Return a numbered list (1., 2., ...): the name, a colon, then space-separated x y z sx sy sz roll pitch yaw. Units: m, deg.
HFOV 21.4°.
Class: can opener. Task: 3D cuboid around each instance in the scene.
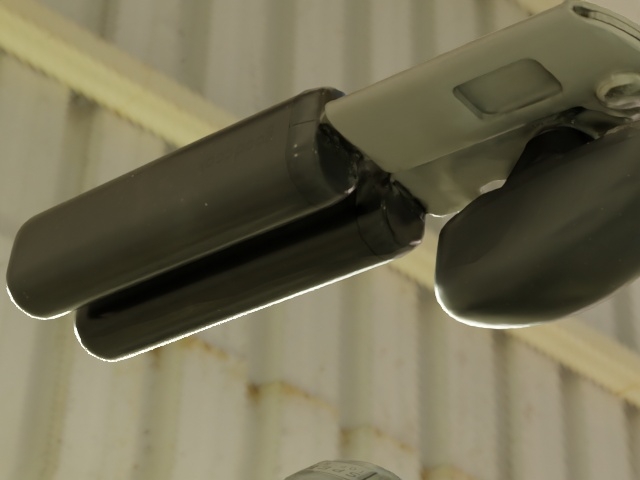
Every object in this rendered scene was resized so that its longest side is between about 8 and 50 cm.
1. can opener: 0.000 0.000 0.594 0.076 0.283 0.095 38 -135 -37

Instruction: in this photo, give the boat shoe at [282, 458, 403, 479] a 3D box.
1. boat shoe: 0.037 0.230 0.622 0.094 0.109 0.302 -32 -82 -44
